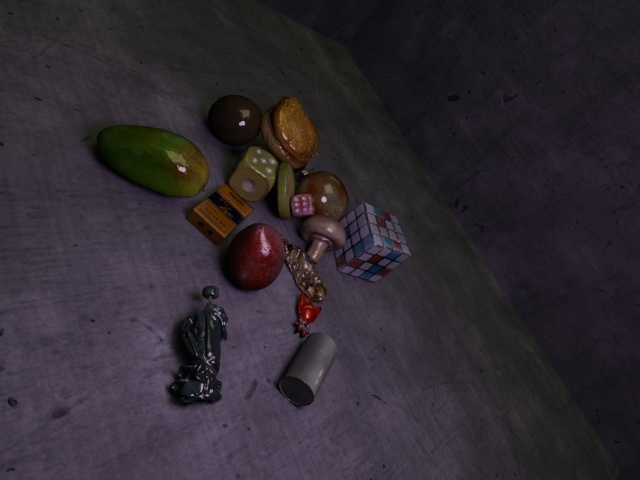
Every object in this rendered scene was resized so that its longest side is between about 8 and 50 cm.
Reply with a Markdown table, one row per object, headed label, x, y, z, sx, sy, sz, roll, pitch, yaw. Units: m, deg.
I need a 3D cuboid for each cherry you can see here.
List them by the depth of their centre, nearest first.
| label | x | y | z | sx | sy | sz | roll | pitch | yaw |
| --- | --- | --- | --- | --- | --- | --- | --- | --- | --- |
| cherry | -0.216 | 0.052 | 1.429 | 0.206 | 0.239 | 0.239 | 40 | 35 | -25 |

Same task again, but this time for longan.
| label | x | y | z | sx | sy | sz | roll | pitch | yaw |
| --- | --- | --- | --- | --- | --- | --- | --- | --- | --- |
| longan | -0.381 | -0.544 | 1.810 | 0.248 | 0.248 | 0.248 | 28 | 40 | -27 |

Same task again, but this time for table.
| label | x | y | z | sx | sy | sz | roll | pitch | yaw |
| --- | --- | --- | --- | --- | --- | --- | --- | --- | --- |
| table | -0.035 | 0.428 | 1.363 | 0.126 | 0.126 | 0.220 | 46 | 35 | -4 |

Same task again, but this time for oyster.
| label | x | y | z | sx | sy | sz | roll | pitch | yaw |
| --- | --- | --- | --- | --- | --- | --- | --- | --- | --- |
| oyster | -0.083 | 0.107 | 1.667 | 0.128 | 0.078 | 0.345 | -31 | 85 | -46 |

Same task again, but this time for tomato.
| label | x | y | z | sx | sy | sz | roll | pitch | yaw |
| --- | --- | --- | --- | --- | --- | --- | --- | --- | --- |
| tomato | 0.017 | -0.205 | 1.918 | 0.270 | 0.222 | 0.270 | 30 | 37 | -26 |

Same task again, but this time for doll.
| label | x | y | z | sx | sy | sz | roll | pitch | yaw |
| --- | --- | --- | --- | --- | --- | --- | --- | --- | --- |
| doll | -0.054 | 0.287 | 1.533 | 0.109 | 0.057 | 0.169 | 39 | 35 | -17 |

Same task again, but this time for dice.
| label | x | y | z | sx | sy | sz | roll | pitch | yaw |
| --- | --- | --- | --- | --- | --- | --- | --- | --- | --- |
| dice | -0.284 | -0.283 | 1.718 | 0.169 | 0.166 | 0.169 | 34 | 38 | -21 |
| dice | -0.077 | -0.152 | 1.760 | 0.091 | 0.094 | 0.093 | 9 | 74 | -85 |

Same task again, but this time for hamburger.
| label | x | y | z | sx | sy | sz | roll | pitch | yaw |
| --- | --- | --- | --- | --- | --- | --- | --- | --- | --- |
| hamburger | -0.129 | -0.483 | 1.843 | 0.314 | 0.170 | 0.290 | 54 | 42 | -23 |

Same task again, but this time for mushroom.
| label | x | y | z | sx | sy | sz | roll | pitch | yaw |
| --- | --- | --- | --- | --- | --- | --- | --- | --- | --- |
| mushroom | -0.003 | -0.018 | 1.761 | 0.209 | 0.206 | 0.206 | -35 | 85 | -33 |

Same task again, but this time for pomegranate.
| label | x | y | z | sx | sy | sz | roll | pitch | yaw |
| --- | --- | --- | --- | --- | --- | --- | --- | --- | --- |
| pomegranate | -0.118 | -0.392 | 2.030 | 0.169 | 0.148 | 0.149 | 53 | 26 | -41 |

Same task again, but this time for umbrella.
| label | x | y | z | sx | sy | sz | roll | pitch | yaw |
| --- | --- | --- | --- | --- | --- | --- | --- | --- | --- |
| umbrella | -0.341 | 0.298 | 1.181 | 0.143 | 0.094 | 0.349 | 38 | 38 | -48 |

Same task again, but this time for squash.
| label | x | y | z | sx | sy | sz | roll | pitch | yaw |
| --- | --- | --- | --- | --- | --- | --- | --- | --- | --- |
| squash | -0.148 | -0.219 | 1.756 | 0.048 | 0.252 | 0.252 | 2 | 44 | 4 |

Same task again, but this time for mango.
| label | x | y | z | sx | sy | sz | roll | pitch | yaw |
| --- | --- | --- | --- | --- | --- | --- | --- | --- | --- |
| mango | -0.568 | -0.284 | 1.392 | 0.381 | 0.201 | 0.225 | 23 | 64 | -17 |

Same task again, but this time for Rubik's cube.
| label | x | y | z | sx | sy | sz | roll | pitch | yaw |
| --- | --- | --- | --- | --- | --- | --- | --- | --- | --- |
| Rubik's cube | 0.231 | 0.012 | 1.925 | 0.253 | 0.256 | 0.259 | 18 | 45 | -36 |

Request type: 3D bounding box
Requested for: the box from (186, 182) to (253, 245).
| label | x | y | z | sx | sy | sz | roll | pitch | yaw |
| --- | --- | --- | --- | --- | --- | --- | --- | --- | --- |
| box | -0.377 | -0.104 | 1.541 | 0.152 | 0.070 | 0.237 | 44 | 38 | -8 |
